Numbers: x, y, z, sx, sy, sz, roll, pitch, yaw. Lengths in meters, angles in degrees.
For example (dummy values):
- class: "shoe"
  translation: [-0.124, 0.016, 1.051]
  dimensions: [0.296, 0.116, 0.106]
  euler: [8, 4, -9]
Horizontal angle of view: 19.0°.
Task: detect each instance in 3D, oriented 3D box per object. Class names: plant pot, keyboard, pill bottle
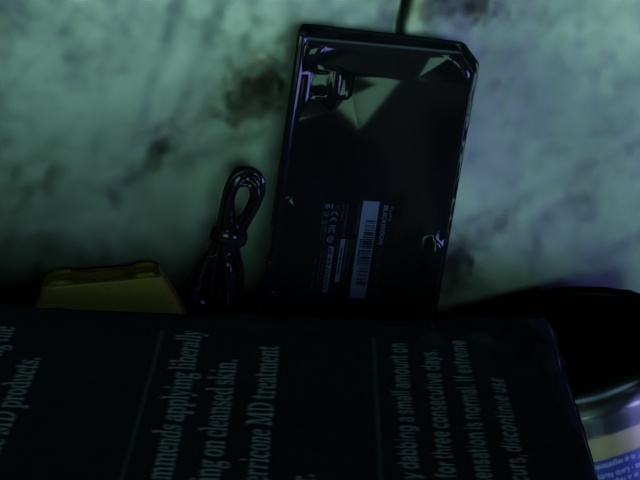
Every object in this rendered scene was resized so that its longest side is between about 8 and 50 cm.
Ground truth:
- class: "plant pot"
  translation: [-0.085, 0.053, 0.778]
  dimensions: [0.081, 0.081, 0.083]
  euler: [-5, 98, -6]
- class: "keyboard"
  translation: [0.000, 0.000, 0.802]
  dimensions: [0.108, 0.023, 0.180]
  euler: [4, 106, -15]
- class: "pill bottle"
  translation: [0.110, 0.141, 0.807]
  dimensions: [0.123, 0.123, 0.219]
  euler: [-12, 109, -3]

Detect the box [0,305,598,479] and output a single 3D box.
- class: "box"
  translation: [-0.155, 0.281, 0.632]
  dimensions: [0.472, 0.297, 0.480]
  euler: [2, 106, 1]
